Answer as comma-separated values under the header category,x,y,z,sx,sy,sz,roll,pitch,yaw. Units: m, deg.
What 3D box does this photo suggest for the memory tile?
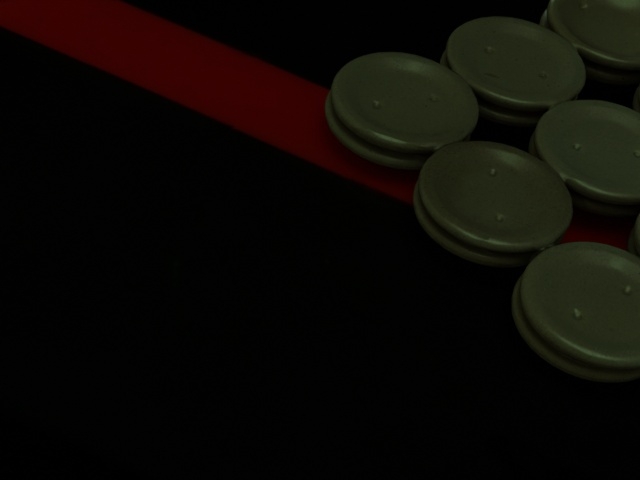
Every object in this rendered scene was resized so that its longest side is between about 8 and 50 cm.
category,x,y,z,sx,sy,sz,roll,pitch,yaw
memory tile,0.083,-0.025,0.395,0.148,0.012,0.113,-21,53,-30

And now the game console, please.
category,x,y,z,sx,sy,sz,roll,pitch,yaw
game console,0.000,0.000,0.401,0.387,0.060,0.342,24,44,11
